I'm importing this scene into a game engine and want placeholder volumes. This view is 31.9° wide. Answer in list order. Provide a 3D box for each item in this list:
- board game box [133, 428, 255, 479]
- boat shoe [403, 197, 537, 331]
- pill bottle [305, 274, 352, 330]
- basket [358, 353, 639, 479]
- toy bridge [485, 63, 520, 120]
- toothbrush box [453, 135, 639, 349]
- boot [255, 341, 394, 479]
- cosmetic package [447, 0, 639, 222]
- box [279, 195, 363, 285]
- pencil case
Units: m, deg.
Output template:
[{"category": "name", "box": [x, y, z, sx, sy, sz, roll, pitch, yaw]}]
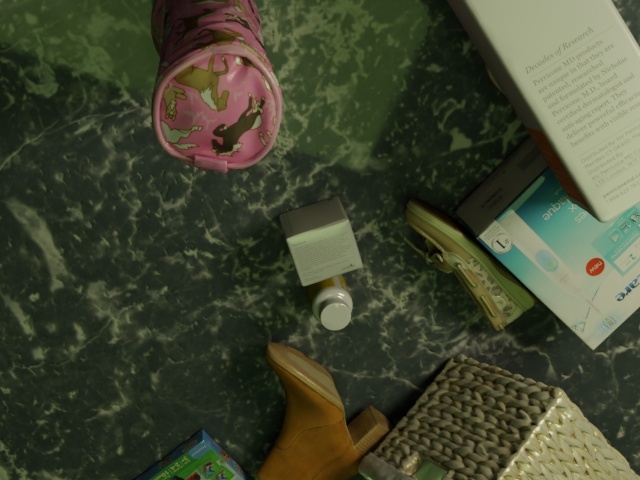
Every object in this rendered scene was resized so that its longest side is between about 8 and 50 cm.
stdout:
[{"category": "board game box", "box": [-0.194, 0.441, 1.908, 0.160, 0.039, 0.211, -38, 115, 8]}, {"category": "boat shoe", "box": [0.224, 0.042, 1.757, 0.285, 0.104, 0.089, 40, 100, -23]}, {"category": "pill bottle", "box": [0.015, 0.092, 1.740, 0.065, 0.116, 0.065, -3, 114, -7]}, {"category": "basket", "box": [0.306, 0.398, 1.776, 0.266, 0.328, 0.331, -49, 113, -13]}, {"category": "toy bridge", "box": [0.279, -0.265, 1.672, 0.063, 0.026, 0.188, -16, 115, 1]}, {"category": "toothbrush box", "box": [0.392, -0.009, 1.747, 0.216, 0.126, 0.295, -44, 114, 8]}, {"category": "boot", "box": [-0.040, 0.315, 1.840, 0.295, 0.104, 0.211, 39, 103, -26]}, {"category": "cosmetic package", "box": [0.306, -0.263, 1.494, 0.161, 0.230, 0.453, -32, 95, 7]}, {"category": "box", "box": [0.000, 0.000, 1.705, 0.102, 0.101, 0.087, -18, 115, -1]}, {"category": "pencil case", "box": [-0.140, -0.225, 1.426, 0.160, 0.386, 0.167, -26, 117, 5]}]
